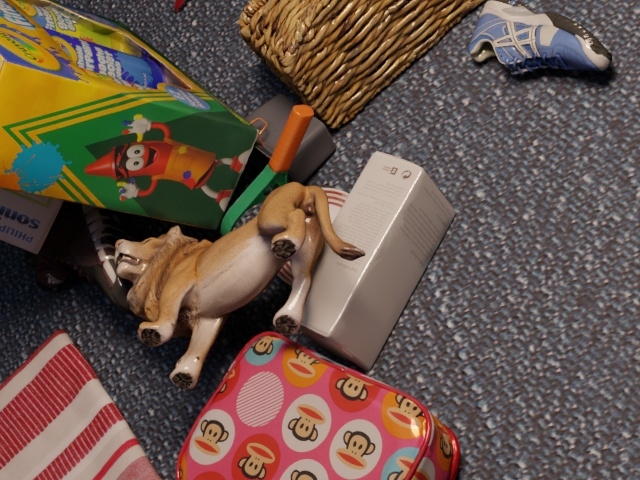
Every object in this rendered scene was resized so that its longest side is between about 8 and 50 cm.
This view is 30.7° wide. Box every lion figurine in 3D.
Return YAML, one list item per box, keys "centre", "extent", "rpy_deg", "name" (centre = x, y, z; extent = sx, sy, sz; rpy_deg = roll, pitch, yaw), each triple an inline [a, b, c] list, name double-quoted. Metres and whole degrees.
- centre: [-0.093, 0.025, 1.388]
  extent: [0.392, 0.142, 0.240]
  rpy_deg: [-24, 28, 27]
  name: "lion figurine"

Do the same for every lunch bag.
- centre: [-0.016, 0.261, 1.300]
  extent: [0.293, 0.120, 0.258]
  rpy_deg: [24, 78, 37]
  name: "lunch bag"

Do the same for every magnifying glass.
- centre: [-0.063, -0.075, 1.484]
  extent: [0.026, 0.092, 0.231]
  rpy_deg: [52, 132, 28]
  name: "magnifying glass"

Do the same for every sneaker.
- centre: [-0.328, 0.039, 1.637]
  extent: [0.162, 0.106, 0.281]
  rpy_deg: [-44, 44, 14]
  name: "sneaker"
- centre: [0.272, -0.238, 1.453]
  extent: [0.211, 0.080, 0.081]
  rpy_deg: [30, 87, 48]
  name: "sneaker"

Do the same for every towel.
- centre: [-0.359, 0.293, 1.537]
  extent: [0.237, 0.037, 0.329]
  rpy_deg: [-44, 51, 1]
  name: "towel"

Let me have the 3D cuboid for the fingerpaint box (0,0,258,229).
- centre: [-0.358, -0.208, 1.564]
  extent: [0.445, 0.371, 0.163]
  rpy_deg: [41, 112, 46]
  name: "fingerpaint box"

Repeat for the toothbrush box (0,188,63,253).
- centre: [-0.469, -0.116, 1.646]
  extent: [0.122, 0.206, 0.283]
  rpy_deg: [-60, 20, 14]
  name: "toothbrush box"

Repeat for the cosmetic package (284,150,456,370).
- centre: [0.060, 0.025, 1.394]
  extent: [0.085, 0.117, 0.231]
  rpy_deg: [23, 75, 37]
  name: "cosmetic package"

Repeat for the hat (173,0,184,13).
- centre: [-0.165, -0.498, 1.802]
  extent: [0.184, 0.173, 0.208]
  rpy_deg: [-4, 49, 39]
  name: "hat"

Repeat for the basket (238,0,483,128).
- centre: [0.027, -0.345, 1.561]
  extent: [0.299, 0.213, 0.223]
  rpy_deg: [-41, 52, 3]
  name: "basket"

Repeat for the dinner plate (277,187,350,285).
- centre: [0.000, 0.000, 1.491]
  extent: [0.141, 0.017, 0.141]
  rpy_deg: [-5, 70, 13]
  name: "dinner plate"

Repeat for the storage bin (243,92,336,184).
- centre: [-0.051, -0.139, 1.573]
  extent: [0.091, 0.098, 0.135]
  rpy_deg: [-42, 50, -11]
  name: "storage bin"
